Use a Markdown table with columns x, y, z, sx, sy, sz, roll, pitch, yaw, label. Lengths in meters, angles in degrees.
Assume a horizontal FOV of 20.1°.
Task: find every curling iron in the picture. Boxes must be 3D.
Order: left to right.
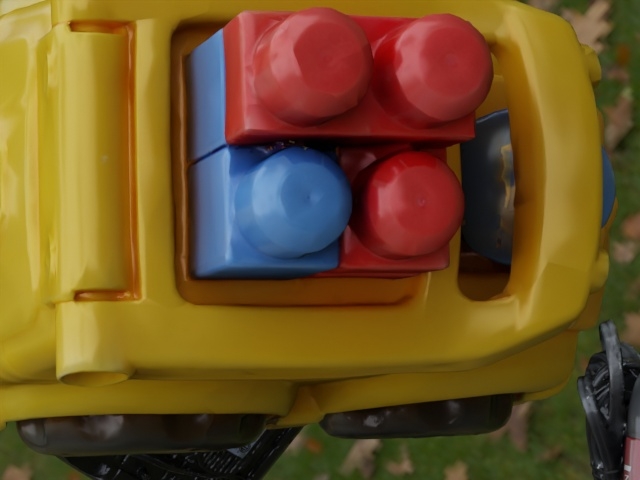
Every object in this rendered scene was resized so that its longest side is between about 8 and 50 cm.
| x | y | z | sx | sy | sz | roll | pitch | yaw | label |
| --- | --- | --- | --- | --- | --- | --- | --- | --- | --- |
| 0.096 | 0.157 | 0.485 | 0.035 | 0.068 | 0.274 | -5 | 85 | 18 | curling iron |

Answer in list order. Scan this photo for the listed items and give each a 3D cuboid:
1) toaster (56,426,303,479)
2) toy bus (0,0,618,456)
| x | y | z | sx | sy | sz | roll | pitch | yaw | label |
| --- | --- | --- | --- | --- | --- | --- | --- | --- | --- |
| -0.090 | 0.077 | 1.103 | 0.185 | 0.168 | 0.110 | -52 | 36 | 5 | toaster |
| 0.010 | -0.017 | 0.514 | 0.211 | 0.220 | 0.149 | 161 | 108 | -66 | toy bus |
